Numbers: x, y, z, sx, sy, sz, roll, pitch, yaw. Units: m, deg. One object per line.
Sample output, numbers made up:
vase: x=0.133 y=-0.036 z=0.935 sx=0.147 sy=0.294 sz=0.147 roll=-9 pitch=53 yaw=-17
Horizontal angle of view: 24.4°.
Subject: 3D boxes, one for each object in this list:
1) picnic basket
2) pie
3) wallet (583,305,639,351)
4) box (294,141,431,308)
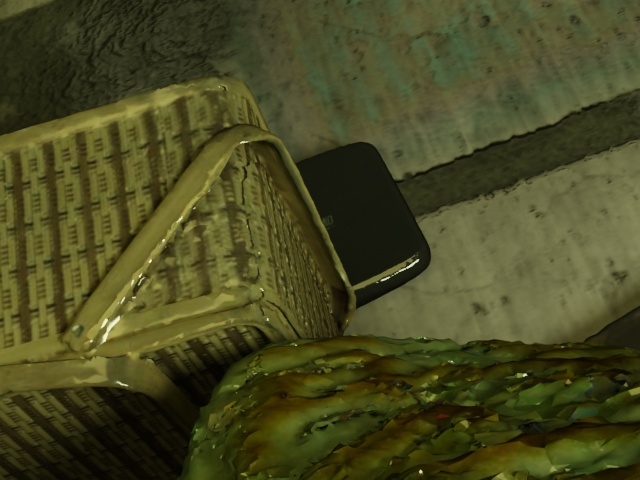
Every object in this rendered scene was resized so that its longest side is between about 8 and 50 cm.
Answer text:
picnic basket: x=-0.140 y=0.067 z=0.835 sx=0.313 sy=0.228 sz=0.175 roll=-16 pitch=58 yaw=7
pie: x=0.148 y=0.127 z=0.581 sx=0.395 sy=0.180 sz=0.418 roll=8 pitch=11 yaw=-22
wallet: x=0.287 y=0.119 z=0.782 sx=0.165 sy=0.042 sz=0.309 roll=-32 pitch=49 yaw=-6
box: x=0.000 y=0.000 z=0.992 sx=0.126 sy=0.027 sz=0.125 roll=-23 pitch=51 yaw=-2
